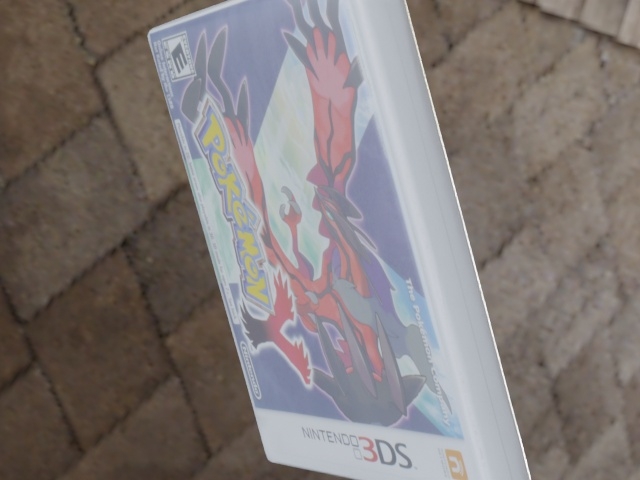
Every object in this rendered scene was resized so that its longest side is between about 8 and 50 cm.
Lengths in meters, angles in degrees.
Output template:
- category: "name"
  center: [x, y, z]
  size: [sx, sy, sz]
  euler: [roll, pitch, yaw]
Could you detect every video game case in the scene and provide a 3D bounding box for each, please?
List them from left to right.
- category: "video game case"
  center: [0.000, 0.000, 0.653]
  size: [0.023, 0.183, 0.201]
  euler: [-18, 97, -27]
